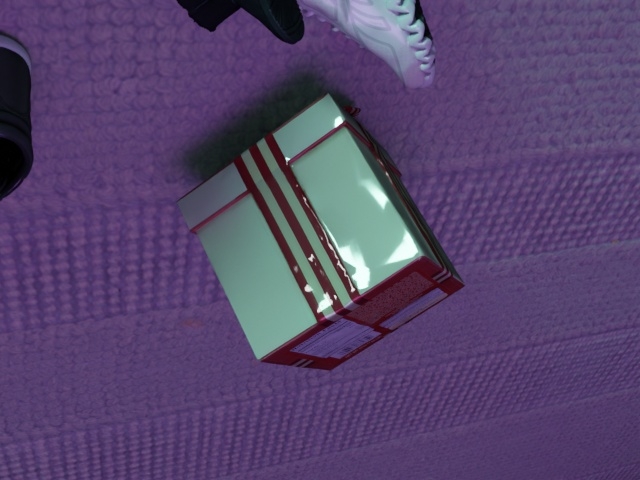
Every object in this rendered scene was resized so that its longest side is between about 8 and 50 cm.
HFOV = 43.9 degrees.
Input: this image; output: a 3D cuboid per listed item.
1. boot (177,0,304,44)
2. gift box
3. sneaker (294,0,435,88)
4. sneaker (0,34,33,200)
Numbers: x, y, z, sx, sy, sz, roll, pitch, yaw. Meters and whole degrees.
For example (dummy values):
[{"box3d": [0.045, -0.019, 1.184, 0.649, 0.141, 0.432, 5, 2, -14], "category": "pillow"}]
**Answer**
[{"box3d": [-0.084, -0.234, 0.788, 0.099, 0.045, 0.121, -15, 124, 41], "category": "boot"}, {"box3d": [0.000, 0.000, 0.989, 0.255, 0.258, 0.276, -32, 160, 8], "category": "gift box"}, {"box3d": [0.030, -0.263, 0.825, 0.118, 0.110, 0.292, -26, 133, 17], "category": "sneaker"}, {"box3d": [-0.399, -0.067, 0.799, 0.295, 0.147, 0.104, -37, 141, 19], "category": "sneaker"}]
